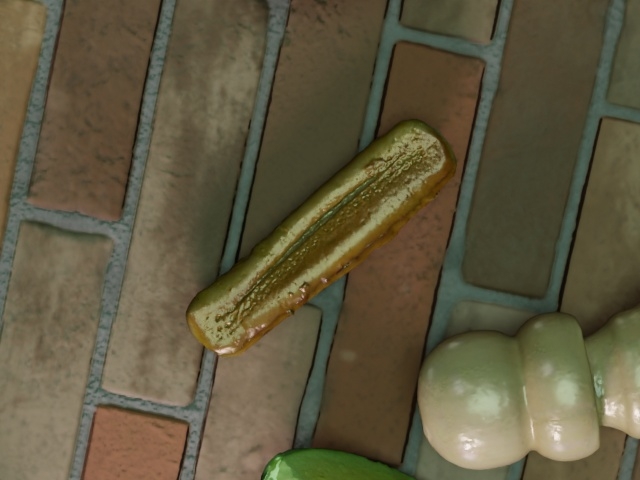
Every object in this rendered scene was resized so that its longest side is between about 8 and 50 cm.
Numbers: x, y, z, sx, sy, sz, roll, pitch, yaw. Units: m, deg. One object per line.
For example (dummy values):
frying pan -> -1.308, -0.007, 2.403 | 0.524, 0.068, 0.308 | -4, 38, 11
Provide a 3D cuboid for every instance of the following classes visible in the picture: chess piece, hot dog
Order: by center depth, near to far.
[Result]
chess piece -> 0.234, 0.123, 1.278 | 0.300, 0.167, 0.167 | -9, 94, 3
hot dog -> -0.001, -0.001, 1.304 | 0.286, 0.061, 0.087 | -35, 91, 2

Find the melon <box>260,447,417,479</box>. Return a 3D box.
melon -> 0.075, 0.306, 1.300 | 0.196, 0.124, 0.323 | -45, 85, -5
